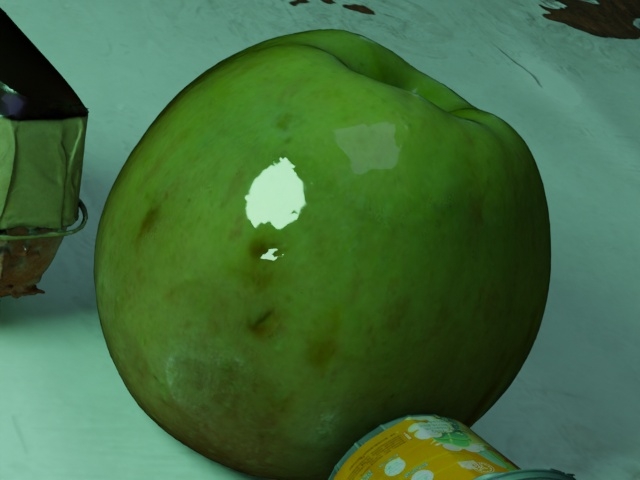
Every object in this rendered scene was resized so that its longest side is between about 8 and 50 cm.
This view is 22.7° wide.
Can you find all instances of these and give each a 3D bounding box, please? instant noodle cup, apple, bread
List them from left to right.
[{"bbox_3d":[-0.273,-0.057,1.173,0.142,0.212,0.224,-2,40,-45],"label":"bread"},{"bbox_3d":[0.000,0.000,1.164,0.339,0.305,0.338,15,29,-8],"label":"apple"},{"bbox_3d":[0.078,0.194,1.038,0.208,0.177,0.125,-11,31,-26],"label":"instant noodle cup"}]
